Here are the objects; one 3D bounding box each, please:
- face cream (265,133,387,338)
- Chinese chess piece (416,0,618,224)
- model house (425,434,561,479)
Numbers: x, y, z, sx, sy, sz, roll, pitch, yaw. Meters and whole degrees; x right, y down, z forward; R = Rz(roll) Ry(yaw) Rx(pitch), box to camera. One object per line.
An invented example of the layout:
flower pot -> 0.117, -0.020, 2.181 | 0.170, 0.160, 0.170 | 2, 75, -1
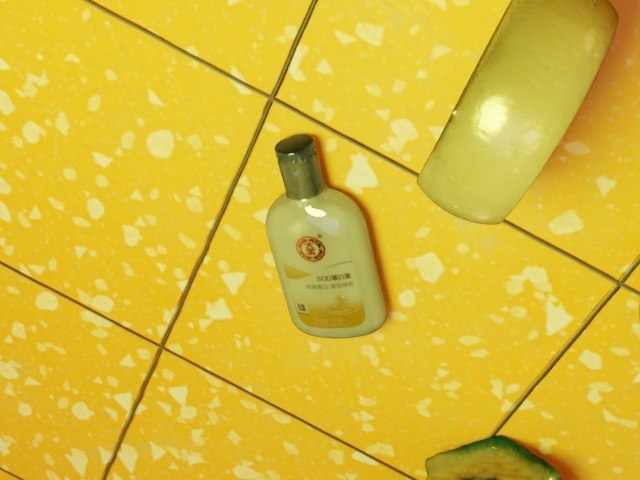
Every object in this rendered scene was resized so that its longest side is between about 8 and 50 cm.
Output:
face cream -> 0.000, 0.000, 1.298 | 0.143, 0.071, 0.291 | -1, 123, 19
Chinese chess piece -> 0.197, -0.145, 1.004 | 0.102, 0.273, 0.273 | 28, 128, 3
model house -> 0.237, 0.507, 1.426 | 0.334, 0.342, 0.382 | -1, 114, 30
